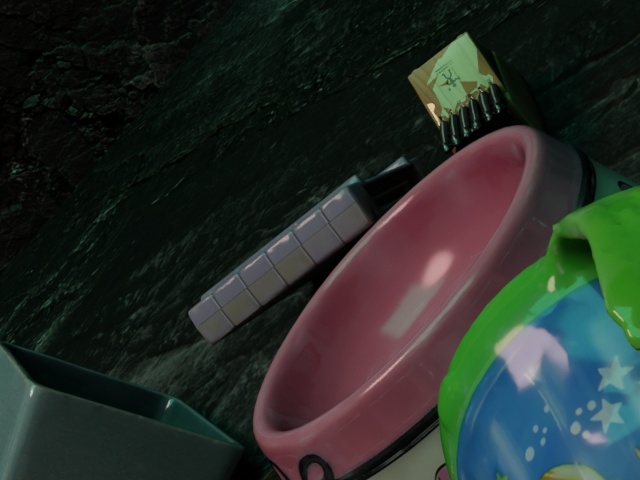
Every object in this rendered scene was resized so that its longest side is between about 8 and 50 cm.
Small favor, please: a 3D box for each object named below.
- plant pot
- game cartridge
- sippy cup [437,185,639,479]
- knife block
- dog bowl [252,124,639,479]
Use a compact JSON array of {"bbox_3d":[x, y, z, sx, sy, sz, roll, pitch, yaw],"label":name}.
[{"bbox_3d":[-0.272,0.284,1.174,0.247,0.247,0.252,12,80,64],"label":"plant pot"},{"bbox_3d":[0.000,0.000,1.212,0.230,0.068,0.355,-33,-1,18],"label":"game cartridge"},{"bbox_3d":[0.191,0.138,0.488,0.240,0.305,0.224,-54,24,22],"label":"sippy cup"},{"bbox_3d":[0.214,-0.108,1.212,0.088,0.242,0.275,-35,-20,20],"label":"knife block"},{"bbox_3d":[0.106,0.076,0.873,0.408,0.150,0.408,-47,11,12],"label":"dog bowl"}]
